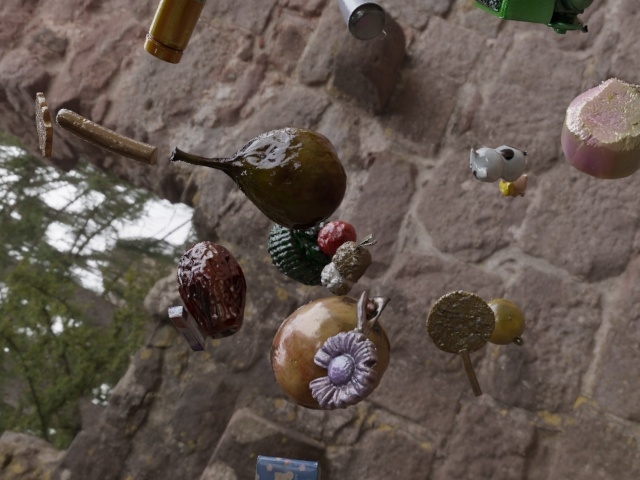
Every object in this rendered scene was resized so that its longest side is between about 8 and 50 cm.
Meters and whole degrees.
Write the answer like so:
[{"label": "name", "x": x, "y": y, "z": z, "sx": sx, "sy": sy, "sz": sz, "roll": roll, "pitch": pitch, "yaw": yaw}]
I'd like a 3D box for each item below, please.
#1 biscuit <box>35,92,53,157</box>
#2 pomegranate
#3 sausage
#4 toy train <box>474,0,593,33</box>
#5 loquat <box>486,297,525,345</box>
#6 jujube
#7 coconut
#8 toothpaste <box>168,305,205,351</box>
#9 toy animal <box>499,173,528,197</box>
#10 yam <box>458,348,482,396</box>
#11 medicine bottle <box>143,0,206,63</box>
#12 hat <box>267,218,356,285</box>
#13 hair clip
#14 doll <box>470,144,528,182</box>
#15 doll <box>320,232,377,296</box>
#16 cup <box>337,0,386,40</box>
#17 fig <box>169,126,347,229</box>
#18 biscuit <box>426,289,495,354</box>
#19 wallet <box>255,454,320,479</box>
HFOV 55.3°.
[{"label": "biscuit", "x": -0.729, "y": -0.301, "z": 1.616, "sx": 0.027, "sy": 0.184, "sz": 0.133, "roll": -6, "pitch": -53, "yaw": -30}, {"label": "pomegranate", "x": 0.028, "y": 0.283, "z": 1.558, "sx": 0.322, "sy": 0.322, "sz": 0.321, "roll": 24, "pitch": -90, "yaw": -83}, {"label": "sausage", "x": -0.612, "y": -0.293, "z": 1.747, "sx": 0.066, "sy": 0.302, "sz": 0.065, "roll": -157, "pitch": 90, "yaw": -90}, {"label": "toy train", "x": 0.393, "y": -0.466, "z": 1.130, "sx": 0.243, "sy": 0.188, "sz": 0.132, "roll": -96, "pitch": 12, "yaw": -61}, {"label": "loquat", "x": 0.657, "y": 0.302, "z": 2.207, "sx": 0.172, "sy": 0.204, "sz": 0.149, "roll": -20, "pitch": -34, "yaw": -31}, {"label": "jujube", "x": -0.316, "y": 0.142, "z": 1.779, "sx": 0.197, "sy": 0.290, "sz": 0.197, "roll": -18, "pitch": -23, "yaw": -8}, {"label": "coconut", "x": 0.753, "y": -0.283, "z": 1.598, "sx": 0.233, "sy": 0.233, "sz": 0.245, "roll": -65, "pitch": -22, "yaw": -9}, {"label": "toothpaste", "x": -0.391, "y": 0.262, "z": 1.794, "sx": 0.196, "sy": 0.047, "sz": 0.040, "roll": 74, "pitch": -171, "yaw": -48}, {"label": "toy animal", "x": 0.607, "y": -0.187, "z": 1.917, "sx": 0.091, "sy": 0.082, "sz": 0.114, "roll": 81, "pitch": -172, "yaw": -78}, {"label": "yam", "x": 0.452, "y": 0.398, "z": 1.845, "sx": 0.032, "sy": 0.032, "sz": 0.145, "roll": 22, "pitch": -131, "yaw": -83}, {"label": "medicine bottle", "x": -0.337, "y": -0.521, "z": 1.428, "sx": 0.191, "sy": 0.096, "sz": 0.096, "roll": -60, "pitch": -4, "yaw": 24}, {"label": "hat", "x": 0.000, "y": 0.000, "z": 1.990, "sx": 0.332, "sy": 0.274, "sz": 0.242, "roll": -30, "pitch": 38, "yaw": 55}, {"label": "hair clip", "x": 0.075, "y": 0.226, "z": 1.343, "sx": 0.173, "sy": 0.069, "sz": 0.300, "roll": -16, "pitch": 36, "yaw": 42}, {"label": "doll", "x": 0.508, "y": -0.220, "z": 1.767, "sx": 0.181, "sy": 0.110, "sz": 0.106, "roll": -12, "pitch": -28, "yaw": -28}, {"label": "doll", "x": 0.084, "y": 0.062, "z": 1.758, "sx": 0.115, "sy": 0.105, "sz": 0.221, "roll": 2, "pitch": -56, "yaw": -49}, {"label": "cup", "x": 0.086, "y": -0.438, "z": 1.188, "sx": 0.074, "sy": 0.104, "sz": 0.116, "roll": -43, "pitch": 41, "yaw": 22}, {"label": "fig", "x": -0.091, "y": -0.140, "z": 1.065, "sx": 0.191, "sy": 0.290, "sz": 0.190, "roll": -44, "pitch": 26, "yaw": 29}, {"label": "biscuit", "x": 0.446, "y": 0.263, "z": 1.948, "sx": 0.033, "sy": 0.220, "sz": 0.219, "roll": -60, "pitch": -8, "yaw": -76}, {"label": "wallet", "x": -0.103, "y": 0.755, "z": 1.914, "sx": 0.059, "sy": 0.203, "sz": 0.140, "roll": 48, "pitch": -135, "yaw": -76}]
